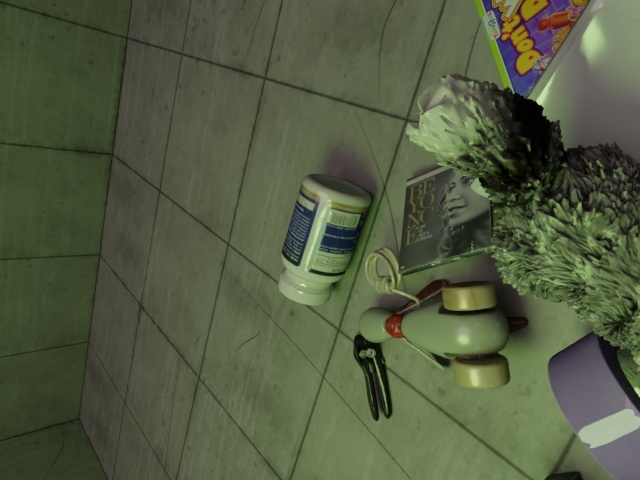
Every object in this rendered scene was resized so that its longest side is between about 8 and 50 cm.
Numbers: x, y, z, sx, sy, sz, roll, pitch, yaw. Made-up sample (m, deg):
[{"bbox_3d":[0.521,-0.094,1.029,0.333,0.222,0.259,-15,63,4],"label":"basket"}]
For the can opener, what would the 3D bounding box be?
[{"bbox_3d":[0.115,0.290,0.965,0.059,0.073,0.185,-18,80,5],"label":"can opener"}]

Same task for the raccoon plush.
[{"bbox_3d":[0.290,0.042,0.433,0.216,0.447,0.299,-63,31,27],"label":"raccoon plush"}]

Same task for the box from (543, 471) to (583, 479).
[{"bbox_3d":[0.362,0.477,0.623,0.056,0.183,0.230,-36,66,41],"label":"box"}]

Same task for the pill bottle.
[{"bbox_3d":[0.000,0.000,0.989,0.153,0.153,0.264,35,115,39],"label":"pill bottle"}]

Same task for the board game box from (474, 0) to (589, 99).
[{"bbox_3d":[0.378,-0.307,0.648,0.233,0.078,0.346,-24,75,43],"label":"board game box"}]

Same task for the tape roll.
[{"bbox_3d":[0.394,0.210,0.575,0.080,0.189,0.188,-50,58,34],"label":"tape roll"}]

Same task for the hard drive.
[{"bbox_3d":[0.361,-0.141,0.580,0.203,0.040,0.307,31,135,10],"label":"hard drive"}]

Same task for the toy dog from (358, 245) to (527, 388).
[{"bbox_3d":[0.222,0.145,0.807,0.334,0.161,0.219,28,115,57],"label":"toy dog"}]

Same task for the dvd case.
[{"bbox_3d":[0.214,-0.053,0.774,0.165,0.018,0.221,-21,42,38],"label":"dvd case"}]
